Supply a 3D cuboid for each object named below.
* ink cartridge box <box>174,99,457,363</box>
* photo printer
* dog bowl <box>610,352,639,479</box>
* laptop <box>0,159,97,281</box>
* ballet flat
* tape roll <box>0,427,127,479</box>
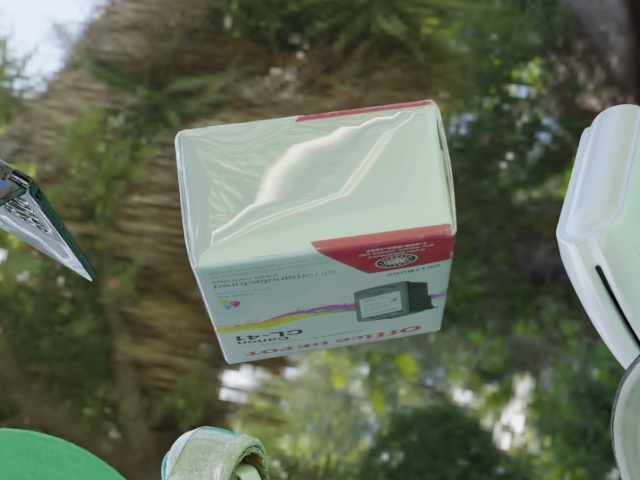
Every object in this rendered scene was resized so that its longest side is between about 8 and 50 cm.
[{"bbox_3d":[0.000,0.000,1.452,0.306,0.226,0.131,83,178,-70],"label":"ink cartridge box"},{"bbox_3d":[0.387,0.014,1.945,0.256,0.107,0.307,57,-148,-22],"label":"photo printer"},{"bbox_3d":[0.461,0.193,1.381,0.150,0.408,0.408,-43,-40,-34],"label":"dog bowl"},{"bbox_3d":[-0.514,-0.037,1.808,0.236,0.382,0.408,-55,-21,-16],"label":"laptop"},{"bbox_3d":[-0.034,0.167,0.731,0.057,0.052,0.168,-20,-81,-54],"label":"ballet flat"},{"bbox_3d":[-0.227,0.294,1.118,0.321,0.077,0.321,19,-118,-40],"label":"tape roll"}]
